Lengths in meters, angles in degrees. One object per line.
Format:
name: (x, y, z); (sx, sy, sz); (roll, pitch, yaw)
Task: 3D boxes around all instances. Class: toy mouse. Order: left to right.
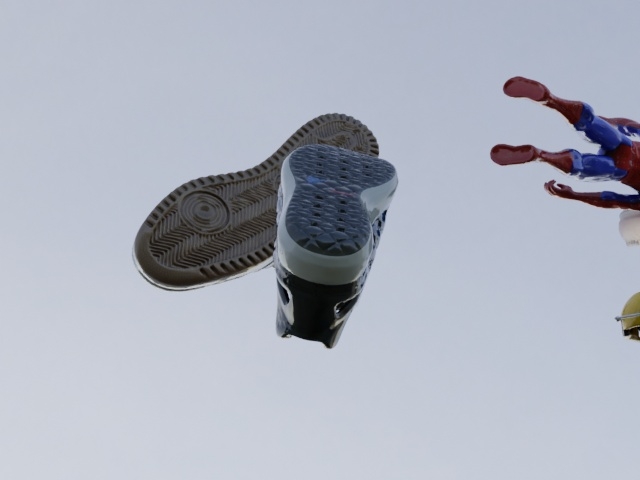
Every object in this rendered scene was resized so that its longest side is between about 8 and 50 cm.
toy mouse: (0.288, 0.048, 1.314); (0.143, 0.031, 0.161); (-9, -16, 12)

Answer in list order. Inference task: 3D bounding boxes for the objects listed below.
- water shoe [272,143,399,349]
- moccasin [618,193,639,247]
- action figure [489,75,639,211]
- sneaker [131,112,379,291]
water shoe: (0.000, 0.000, 1.119); (0.073, 0.203, 0.080); (15, -69, 4)
moccasin: (0.448, -0.003, 1.813); (0.139, 0.380, 0.147); (-28, -73, -36)
action figure: (0.233, -0.084, 1.664); (0.280, 0.139, 0.092); (14, -92, -44)
sneaker: (-0.071, -0.002, 1.661); (0.282, 0.099, 0.153); (-33, -15, -37)
